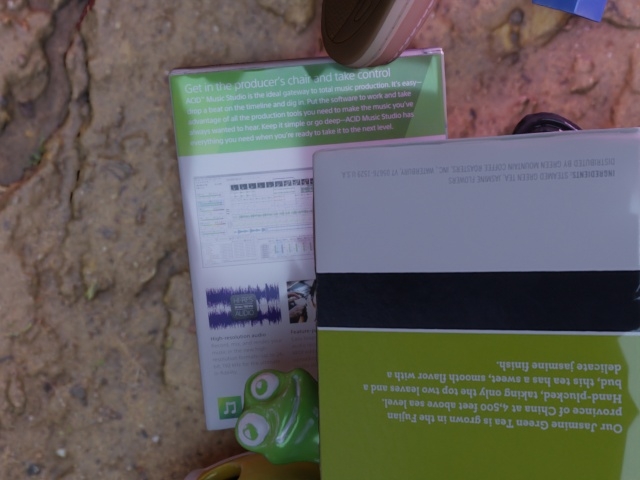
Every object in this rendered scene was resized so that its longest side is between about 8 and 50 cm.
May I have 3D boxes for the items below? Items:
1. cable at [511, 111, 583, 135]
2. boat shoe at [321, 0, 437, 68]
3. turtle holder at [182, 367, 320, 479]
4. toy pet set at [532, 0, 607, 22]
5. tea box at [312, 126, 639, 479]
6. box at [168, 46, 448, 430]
[{"bbox_3d":[0.284,-0.006,1.022,0.287,0.072,0.139,31,117,3],"label":"cable"},{"bbox_3d":[0.116,-0.281,0.899,0.110,0.121,0.341,21,100,-37],"label":"boat shoe"},{"bbox_3d":[-0.029,0.280,0.948,0.227,0.320,0.243,19,61,14],"label":"turtle holder"},{"bbox_3d":[0.211,-0.247,0.942,0.122,0.065,0.114,15,102,-5],"label":"toy pet set"},{"bbox_3d":[0.161,0.095,0.820,0.220,0.329,0.323,-1,91,27],"label":"tea box"},{"bbox_3d":[0.000,0.000,0.997,0.232,0.058,0.322,-4,104,-1],"label":"box"}]
